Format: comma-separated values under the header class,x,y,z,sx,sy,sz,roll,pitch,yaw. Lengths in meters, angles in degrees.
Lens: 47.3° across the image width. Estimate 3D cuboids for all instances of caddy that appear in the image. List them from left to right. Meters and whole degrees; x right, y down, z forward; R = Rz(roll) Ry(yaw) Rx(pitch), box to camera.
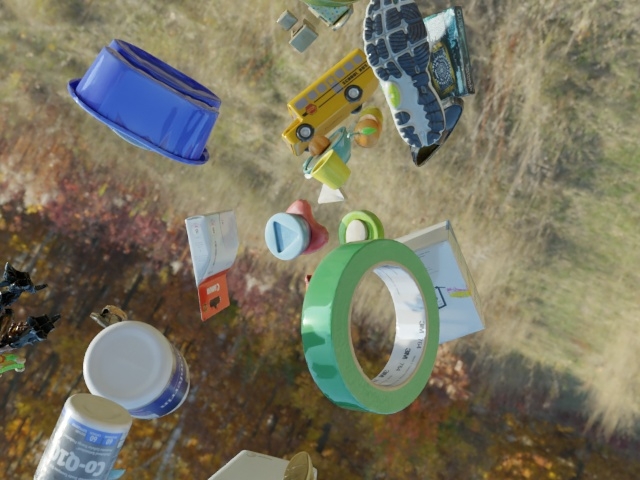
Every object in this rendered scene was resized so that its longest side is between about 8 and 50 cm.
class,x,y,z,sx,sy,sz,roll,pitch,yaw
caddy,-0.382,-0.291,1.617,0.341,0.179,0.241,29,-161,-15

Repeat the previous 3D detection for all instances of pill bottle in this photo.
class,x,y,z,sx,sy,sz,roll,pitch,yaw
pill bottle,-0.275,0.251,0.828,0.078,0.137,0.078,24,-176,-2
pill bottle,-0.328,0.250,1.358,0.153,0.153,0.264,25,163,9

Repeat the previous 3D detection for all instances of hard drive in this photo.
class,x,y,z,sx,sy,sz,roll,pitch,yaw
hard drive,-0.180,0.654,1.897,0.233,0.047,0.353,8,-171,20

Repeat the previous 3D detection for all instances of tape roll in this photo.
class,x,y,z,sx,sy,sz,roll,pitch,yaw
tape roll,0.102,0.158,1.365,0.077,0.321,0.321,-4,153,44

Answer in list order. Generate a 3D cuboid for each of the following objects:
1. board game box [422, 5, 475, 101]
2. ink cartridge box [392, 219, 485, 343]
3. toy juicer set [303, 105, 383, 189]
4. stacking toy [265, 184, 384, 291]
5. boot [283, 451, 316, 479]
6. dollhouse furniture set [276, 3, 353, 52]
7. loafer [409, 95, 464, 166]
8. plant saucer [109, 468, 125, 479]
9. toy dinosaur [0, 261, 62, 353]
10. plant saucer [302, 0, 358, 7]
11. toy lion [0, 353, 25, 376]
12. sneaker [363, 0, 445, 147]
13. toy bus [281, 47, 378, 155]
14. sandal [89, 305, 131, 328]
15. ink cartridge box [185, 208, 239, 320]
class,x,y,z,sx,sy,sz,roll,pitch,yaw
board game box,0.267,-0.394,1.571,0.026,0.186,0.126,-14,-173,-33
ink cartridge box,0.268,0.103,1.726,0.171,0.168,0.232,-60,-52,-70
toy juicer set,0.038,-0.221,1.602,0.089,0.209,0.329,41,-179,-13
stacking toy,0.000,0.000,1.937,0.309,0.279,0.130,48,-150,18
boot,-0.010,0.631,1.757,0.165,0.077,0.213,44,-156,-31
dollhouse furniture set,-0.054,-0.479,1.469,0.182,0.161,0.101,31,-144,-29
loafer,0.230,-0.210,1.426,0.062,0.061,0.170,14,142,-13
plant saucer,-0.529,0.561,1.750,0.119,0.021,0.119,-1,159,-1
toy dinosaur,-0.656,0.167,1.462,0.164,0.218,0.322,55,-171,-10
plant saucer,-0.021,-0.502,1.333,0.241,0.241,0.037,27,137,-6
toy lion,-0.838,0.318,1.906,0.096,0.034,0.100,24,-158,37
sneaker,0.136,-0.293,1.255,0.107,0.275,0.110,-15,-159,3
toy bus,0.022,-0.395,2.105,0.130,0.333,0.108,50,176,11
sandal,-0.545,0.207,1.946,0.090,0.060,0.219,31,177,10
ink cartridge box,-0.235,0.050,1.685,0.066,0.232,0.189,-11,-176,14
